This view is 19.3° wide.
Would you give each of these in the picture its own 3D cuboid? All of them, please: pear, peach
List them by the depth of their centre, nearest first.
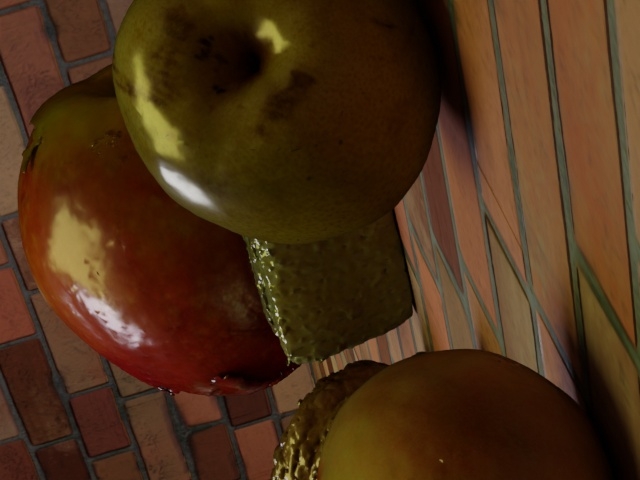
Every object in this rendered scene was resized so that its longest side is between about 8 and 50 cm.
[{"bbox_3d":[0.079,0.148,1.013,0.184,0.184,0.184,163,90,-86],"label":"peach"},{"bbox_3d":[-0.022,-0.096,1.189,0.209,0.208,0.209,163,90,-86],"label":"pear"},{"bbox_3d":[-0.131,-0.011,1.906,0.370,0.370,0.370,163,90,-86],"label":"peach"}]

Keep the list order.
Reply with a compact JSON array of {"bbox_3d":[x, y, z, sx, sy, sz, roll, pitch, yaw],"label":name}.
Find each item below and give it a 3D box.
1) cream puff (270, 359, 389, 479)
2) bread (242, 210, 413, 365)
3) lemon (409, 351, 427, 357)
[{"bbox_3d":[0.065,0.221,1.697,0.169,0.183,0.183,32,148,39],"label":"cream puff"},{"bbox_3d":[0.000,0.000,1.705,0.102,0.138,0.196,-106,0,-66],"label":"bread"},{"bbox_3d":[0.082,0.147,1.366,0.109,0.109,0.133,-153,52,-84],"label":"lemon"}]
